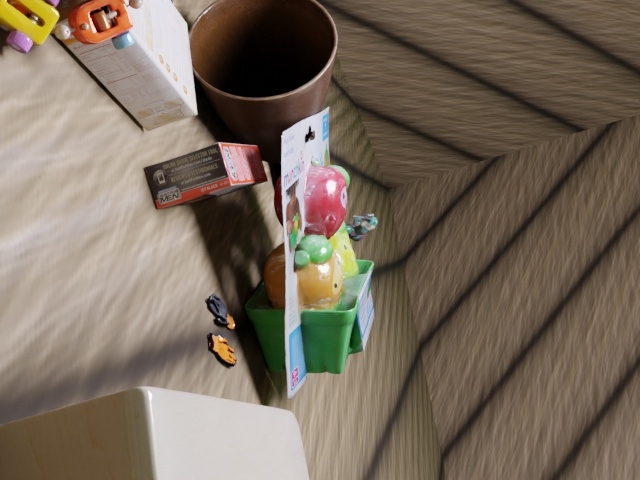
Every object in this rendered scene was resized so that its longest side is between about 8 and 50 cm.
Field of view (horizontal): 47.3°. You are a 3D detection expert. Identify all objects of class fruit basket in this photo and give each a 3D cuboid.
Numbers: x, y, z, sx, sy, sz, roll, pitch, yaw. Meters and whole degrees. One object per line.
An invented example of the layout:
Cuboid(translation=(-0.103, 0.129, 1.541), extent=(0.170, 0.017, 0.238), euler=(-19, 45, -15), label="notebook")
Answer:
Cuboid(translation=(0.000, 0.000, 1.052), extent=(0.327, 0.166, 0.353), euler=(-54, 150, -72), label="fruit basket")

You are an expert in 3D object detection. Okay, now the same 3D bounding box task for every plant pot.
Cuboid(translation=(-0.078, -0.229, 1.135), extent=(0.230, 0.215, 0.215), euler=(84, -3, -61), label="plant pot")

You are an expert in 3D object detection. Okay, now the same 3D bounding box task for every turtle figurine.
Cuboid(translation=(0.030, -0.043, 1.587), extent=(0.175, 0.118, 0.234), euler=(34, 2, 12), label="turtle figurine")

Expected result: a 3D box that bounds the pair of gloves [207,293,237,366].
Cuboid(translation=(-0.118, 0.109, 0.884), extent=(0.074, 0.010, 0.083), euler=(58, 19, -55), label="pair of gloves")

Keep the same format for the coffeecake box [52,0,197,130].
Cuboid(translation=(-0.206, -0.230, 0.777), extent=(0.185, 0.068, 0.142), euler=(54, 22, -60), label="coffeecake box")

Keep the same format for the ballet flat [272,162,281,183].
Cuboid(translation=(-0.084, -0.151, 1.374), extent=(0.057, 0.049, 0.173), euler=(-27, -107, 59), label="ballet flat")

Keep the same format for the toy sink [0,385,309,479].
Cuboid(translation=(-0.104, 0.200, 0.508), extent=(0.234, 0.131, 0.152), euler=(37, 38, -64), label="toy sink")

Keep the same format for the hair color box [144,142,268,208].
Cuboid(translation=(-0.130, -0.078, 0.875), extent=(0.167, 0.093, 0.053), euler=(-26, 100, -78), label="hair color box")

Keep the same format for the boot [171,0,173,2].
Cuboid(translation=(-0.199, -0.326, 0.862), extent=(0.190, 0.069, 0.086), euler=(-139, -138, -82), label="boot")

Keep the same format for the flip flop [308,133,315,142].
Cuboid(translation=(-0.025, -0.169, 1.453), extent=(0.277, 0.080, 0.112), euler=(109, -29, -86), label="flip flop")

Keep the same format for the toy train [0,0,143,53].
Cuboid(translation=(-0.230, -0.224, 0.606), extent=(0.125, 0.046, 0.166), euler=(-43, 125, -30), label="toy train")
